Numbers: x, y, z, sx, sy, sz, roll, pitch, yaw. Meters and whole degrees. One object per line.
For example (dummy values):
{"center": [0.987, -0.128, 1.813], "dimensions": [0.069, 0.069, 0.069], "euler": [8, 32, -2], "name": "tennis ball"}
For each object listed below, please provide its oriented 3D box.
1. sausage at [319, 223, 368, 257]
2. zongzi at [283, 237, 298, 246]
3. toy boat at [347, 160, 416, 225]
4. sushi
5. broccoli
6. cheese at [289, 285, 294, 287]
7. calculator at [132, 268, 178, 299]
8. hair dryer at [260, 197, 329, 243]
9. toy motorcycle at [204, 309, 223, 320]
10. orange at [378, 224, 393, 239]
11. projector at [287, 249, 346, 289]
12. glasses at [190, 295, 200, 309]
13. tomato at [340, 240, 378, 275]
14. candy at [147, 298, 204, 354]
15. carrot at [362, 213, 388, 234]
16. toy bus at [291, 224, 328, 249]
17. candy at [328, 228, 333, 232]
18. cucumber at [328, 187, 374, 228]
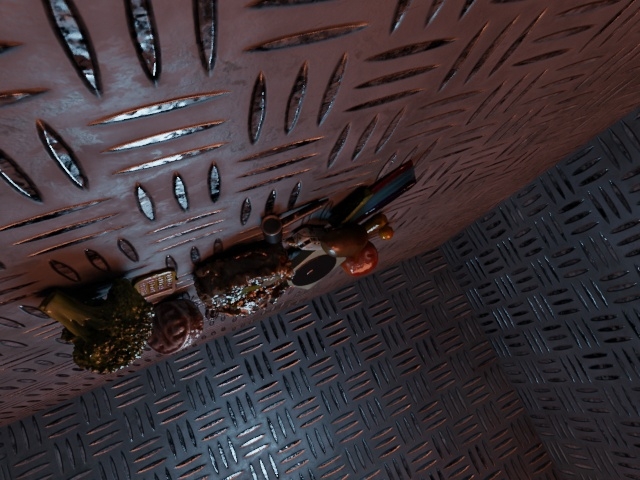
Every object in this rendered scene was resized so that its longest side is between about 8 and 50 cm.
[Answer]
{"center": [0.116, -0.003, 1.770], "dimensions": [0.123, 0.136, 0.501], "euler": [-67, 168, 11], "name": "sausage"}
{"center": [-0.122, 0.013, 1.765], "dimensions": [0.083, 0.040, 0.076], "euler": [-7, 168, -19], "name": "zongzi"}
{"center": [0.221, -0.166, 1.616], "dimensions": [0.136, 0.079, 0.392], "euler": [-15, 166, -42], "name": "toy boat"}
{"center": [-0.292, 0.159, 1.666], "dimensions": [0.418, 0.175, 0.417], "euler": [-20, 157, -9], "name": "sushi"}
{"center": [-0.660, 0.231, 1.299], "dimensions": [0.375, 0.301, 0.249], "euler": [0, -150, 43], "name": "broccoli"}
{"center": [-0.130, 0.170, 2.181], "dimensions": [0.177, 0.128, 0.203], "euler": [-16, 168, -26], "name": "cheese"}
{"center": [-0.582, 0.156, 1.507], "dimensions": [0.157, 0.033, 0.236], "euler": [-17, 162, -27], "name": "calculator"}
{"center": [-0.081, -0.074, 1.450], "dimensions": [0.255, 0.070, 0.128], "euler": [-27, 168, -12], "name": "hair dryer"}
{"center": [-0.471, 0.291, 2.073], "dimensions": [0.094, 0.129, 0.229], "euler": [-6, -164, 41], "name": "toy motorcycle"}
{"center": [0.352, -0.043, 2.297], "dimensions": [0.084, 0.083, 0.083], "euler": [-23, 167, -6], "name": "orange"}
{"center": [-0.043, 0.112, 1.960], "dimensions": [0.259, 0.079, 0.257], "euler": [-39, 151, 17], "name": "projector"}
{"center": [-0.606, 0.299, 1.946], "dimensions": [0.140, 0.062, 0.104], "euler": [-16, 163, -38], "name": "glasses"}
{"center": [0.214, 0.101, 2.367], "dimensions": [0.232, 0.188, 0.232], "euler": [-22, 168, -5], "name": "tomato"}
{"center": [-0.629, 0.367, 1.837], "dimensions": [0.290, 0.214, 0.157], "euler": [-31, 171, 28], "name": "candy"}
{"center": [0.197, -0.041, 2.085], "dimensions": [0.066, 0.066, 0.314], "euler": [-10, 164, -47], "name": "carrot"}
{"center": [-0.032, -0.007, 1.725], "dimensions": [0.087, 0.089, 0.194], "euler": [-31, 164, 25], "name": "toy bus"}
{"center": [0.000, 0.000, 1.924], "dimensions": [0.061, 0.061, 0.202], "euler": [-13, 171, -40], "name": "candy"}
{"center": [0.109, -0.129, 1.591], "dimensions": [0.078, 0.062, 0.211], "euler": [-29, 168, -45], "name": "cucumber"}
